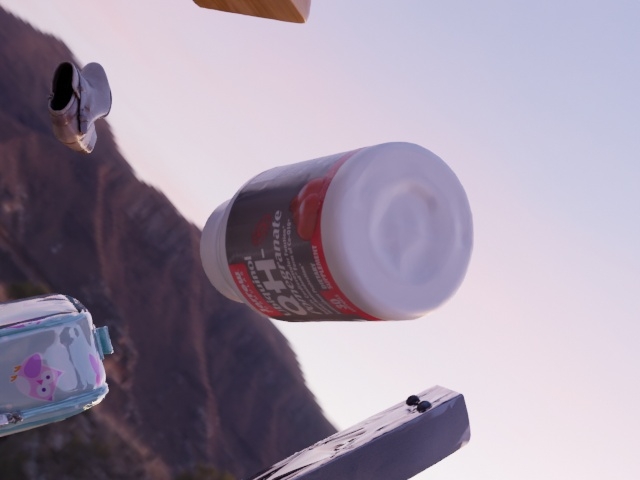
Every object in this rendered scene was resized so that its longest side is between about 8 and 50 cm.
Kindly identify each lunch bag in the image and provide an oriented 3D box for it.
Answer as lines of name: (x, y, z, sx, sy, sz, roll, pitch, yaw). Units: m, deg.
lunch bag: (-0.320, 0.123, 1.085, 0.279, 0.224, 0.108, -167, -112, -73)

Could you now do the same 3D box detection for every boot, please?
boot: (-0.230, -0.142, 1.058, 0.087, 0.042, 0.119, 77, 10, -62)

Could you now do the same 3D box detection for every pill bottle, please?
pill bottle: (0.000, 0.000, 1.196, 0.176, 0.176, 0.318, 52, -28, -19)

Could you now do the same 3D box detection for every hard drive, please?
hard drive: (0.017, 0.213, 1.043, 0.054, 0.254, 0.172, 64, -5, 3)

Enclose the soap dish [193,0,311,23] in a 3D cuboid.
soap dish: (-0.090, -0.314, 0.747, 0.118, 0.229, 0.291, -13, -37, 25)
